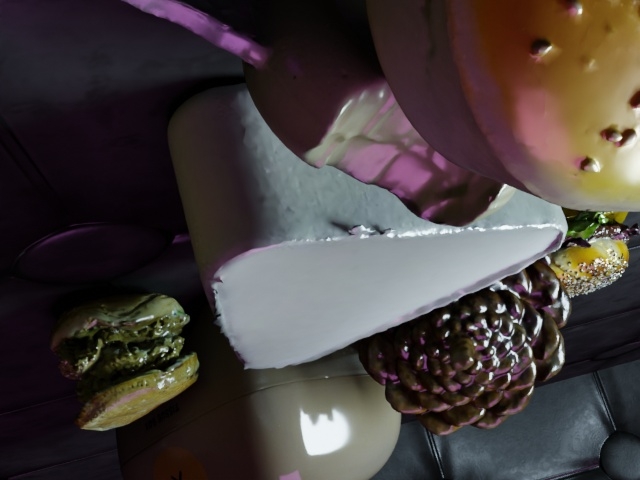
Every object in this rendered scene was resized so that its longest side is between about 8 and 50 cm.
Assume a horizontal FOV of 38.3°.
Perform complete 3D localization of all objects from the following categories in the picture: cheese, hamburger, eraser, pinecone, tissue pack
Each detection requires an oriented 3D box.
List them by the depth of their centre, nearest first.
[{"bbox_3d":[0.165,-0.127,0.484,0.295,0.227,0.151,-3,180,-39],"label":"hamburger"},{"bbox_3d":[-0.002,-0.103,0.533,0.286,0.163,0.082,17,129,-31],"label":"cheese"},{"bbox_3d":[0.000,0.000,0.804,0.331,0.150,0.331,-16,158,-6],"label":"eraser"},{"bbox_3d":[-0.211,0.124,1.013,0.159,0.131,0.185,-26,166,3],"label":"hamburger"},{"bbox_3d":[0.155,0.079,1.026,0.244,0.244,0.309,-20,177,11],"label":"pinecone"},{"bbox_3d":[0.319,0.016,1.166,0.164,0.093,0.189,-15,159,-1],"label":"hamburger"},{"bbox_3d":[-0.085,0.234,1.180,0.267,0.277,0.387,-1,157,-41],"label":"tissue pack"}]
